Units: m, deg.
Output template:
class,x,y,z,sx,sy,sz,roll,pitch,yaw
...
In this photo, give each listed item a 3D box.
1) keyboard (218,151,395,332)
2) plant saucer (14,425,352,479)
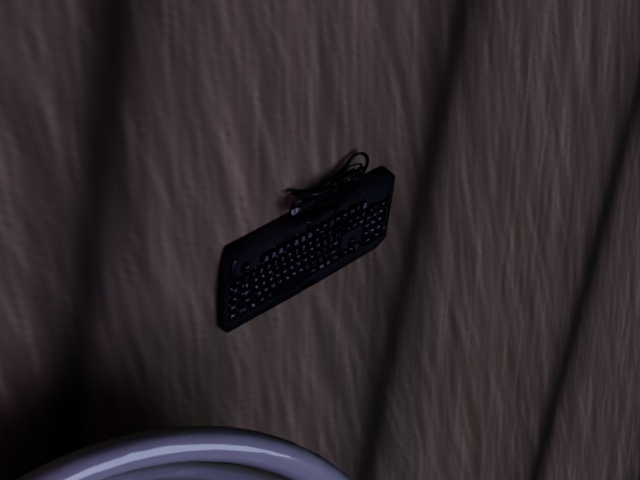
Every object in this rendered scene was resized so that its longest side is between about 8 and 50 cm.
class,x,y,z,sx,sy,sz,roll,pitch,yaw
keyboard,0.000,0.000,0.982,0.192,0.038,0.100,-30,133,-41
plant saucer,-0.136,0.290,0.870,0.400,0.100,0.401,-12,116,-26
